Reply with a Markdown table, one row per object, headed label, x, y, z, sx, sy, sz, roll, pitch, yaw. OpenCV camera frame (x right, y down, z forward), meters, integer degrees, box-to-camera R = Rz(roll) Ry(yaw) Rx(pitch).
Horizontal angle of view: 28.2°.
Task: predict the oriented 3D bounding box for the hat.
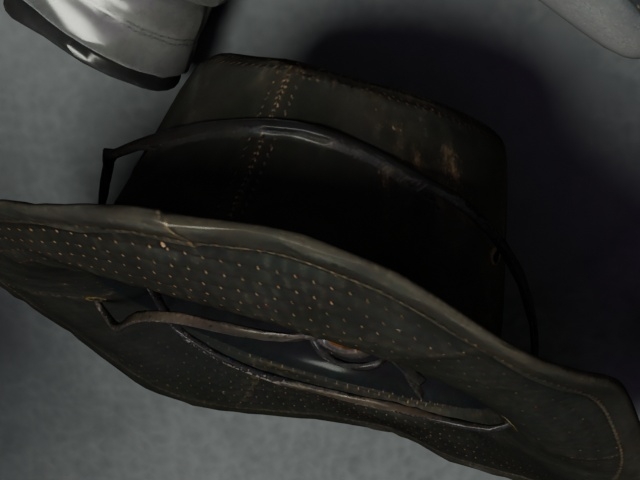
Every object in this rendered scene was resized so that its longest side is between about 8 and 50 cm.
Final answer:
| label | x | y | z | sx | sy | sz | roll | pitch | yaw |
| --- | --- | --- | --- | --- | --- | --- | --- | --- | --- |
| hat | 0.000 | 0.000 | 0.548 | 0.331 | 0.331 | 0.134 | 15 | 74 | 6 |

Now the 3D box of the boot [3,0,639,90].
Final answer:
| label | x | y | z | sx | sy | sz | roll | pitch | yaw |
| --- | --- | --- | --- | --- | --- | --- | --- | --- | --- |
| boot | -0.016 | -0.145 | 0.565 | 0.338 | 0.118 | 0.223 | 42 | 119 | 2 |
